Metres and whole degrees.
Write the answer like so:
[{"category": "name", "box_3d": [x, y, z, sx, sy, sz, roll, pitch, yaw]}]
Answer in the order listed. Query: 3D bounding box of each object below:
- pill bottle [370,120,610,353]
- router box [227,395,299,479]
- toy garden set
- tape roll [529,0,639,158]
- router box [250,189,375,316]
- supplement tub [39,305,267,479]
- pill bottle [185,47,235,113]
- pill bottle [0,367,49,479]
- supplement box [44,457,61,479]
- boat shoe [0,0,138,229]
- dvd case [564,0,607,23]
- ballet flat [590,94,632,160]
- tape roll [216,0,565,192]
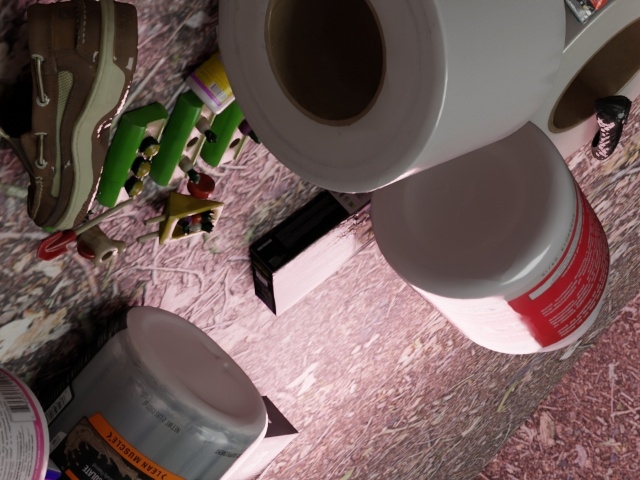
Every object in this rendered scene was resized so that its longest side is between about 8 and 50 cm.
[{"category": "pill bottle", "box_3d": [0.223, 0.008, 1.916, 0.229, 0.229, 0.408, -44, 154, 3]}, {"category": "router box", "box_3d": [-0.192, 0.323, 2.140, 0.243, 0.081, 0.309, -47, 160, 14]}, {"category": "toy garden set", "box_3d": [-0.155, -0.045, 1.480, 0.244, 0.049, 0.204, -25, 154, -41]}, {"category": "tape roll", "box_3d": [0.341, -0.235, 2.017, 0.392, 0.072, 0.392, -38, 161, -15]}, {"category": "router box", "box_3d": [0.000, 0.000, 1.883, 0.179, 0.046, 0.133, -37, 160, -16]}, {"category": "supplement tub", "box_3d": [-0.234, 0.251, 1.716, 0.338, 0.207, 0.207, -49, 160, 15]}, {"category": "pill bottle", "box_3d": [-0.077, -0.154, 1.411, 0.083, 0.043, 0.043, -43, 161, -1]}, {"category": "pill bottle", "box_3d": [-0.374, 0.185, 1.373, 0.160, 0.160, 0.283, -47, 160, 13]}, {"category": "supplement box", "box_3d": [-0.387, 0.260, 1.582, 0.220, 0.111, 0.114, -42, 162, 0]}, {"category": "boat shoe", "box_3d": [-0.213, -0.100, 1.231, 0.095, 0.095, 0.257, 5, 143, -18]}, {"category": "dvd case", "box_3d": [0.317, -0.316, 1.804, 0.119, 0.013, 0.087, -42, 120, 1]}, {"category": "ballet flat", "box_3d": [0.378, -0.153, 2.109, 0.173, 0.049, 0.057, 87, 20, -71]}, {"category": "tape roll", "box_3d": [0.057, -0.177, 1.322, 0.169, 0.246, 0.246, -24, 153, -45]}]
